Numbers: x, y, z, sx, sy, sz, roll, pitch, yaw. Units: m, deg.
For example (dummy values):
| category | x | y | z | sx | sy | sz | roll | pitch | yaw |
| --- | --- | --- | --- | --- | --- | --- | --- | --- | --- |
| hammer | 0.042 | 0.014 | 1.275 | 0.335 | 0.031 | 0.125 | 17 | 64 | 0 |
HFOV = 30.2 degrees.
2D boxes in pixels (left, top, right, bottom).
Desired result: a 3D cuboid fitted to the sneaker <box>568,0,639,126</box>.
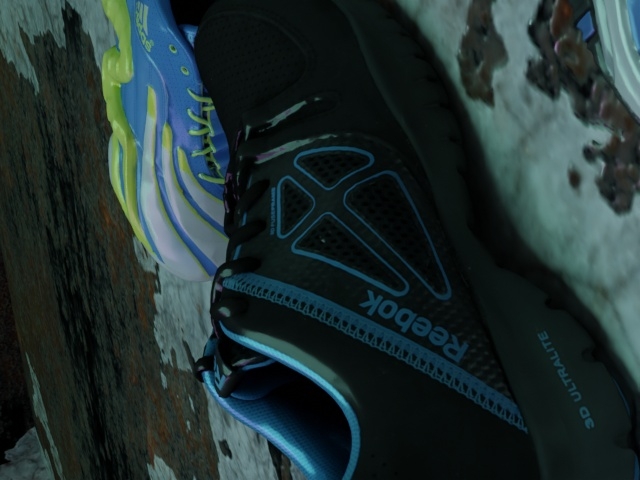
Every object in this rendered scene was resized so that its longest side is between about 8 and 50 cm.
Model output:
| category | x | y | z | sx | sy | sz | roll | pitch | yaw |
| --- | --- | --- | --- | --- | --- | --- | --- | --- | --- |
| sneaker | 0.101 | -0.100 | 0.286 | 0.081 | 0.080 | 0.211 | 132 | 118 | -69 |

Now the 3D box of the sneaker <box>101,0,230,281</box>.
| category | x | y | z | sx | sy | sz | roll | pitch | yaw |
| --- | --- | --- | --- | --- | --- | --- | --- | --- | --- |
| sneaker | -0.087 | -0.086 | 0.755 | 0.126 | 0.091 | 0.240 | 9 | 113 | 66 |

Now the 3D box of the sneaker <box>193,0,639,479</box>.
| category | x | y | z | sx | sy | sz | roll | pitch | yaw |
| --- | --- | --- | --- | --- | --- | --- | --- | --- | --- |
| sneaker | 0.000 | 0.000 | 0.532 | 0.125 | 0.140 | 0.341 | 97 | 151 | -49 |
